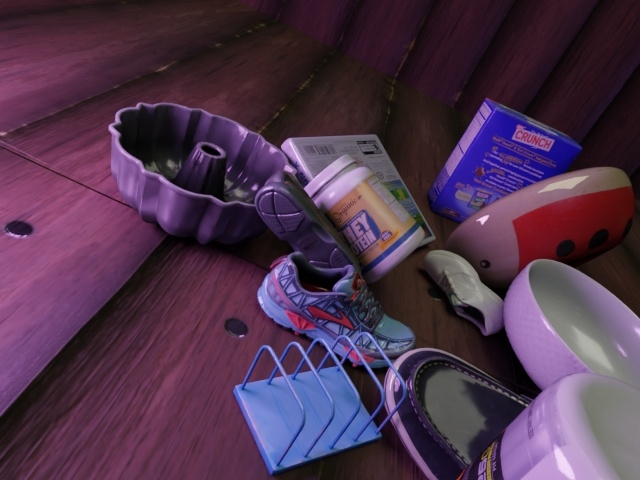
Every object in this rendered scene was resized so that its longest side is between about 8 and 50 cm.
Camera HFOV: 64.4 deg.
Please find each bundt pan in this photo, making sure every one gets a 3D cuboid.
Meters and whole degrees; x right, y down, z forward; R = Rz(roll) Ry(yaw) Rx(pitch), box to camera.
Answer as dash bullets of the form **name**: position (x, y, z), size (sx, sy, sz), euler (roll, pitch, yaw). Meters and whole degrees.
- **bundt pan**: position (-0.212, -0.110, 0.903), size (0.331, 0.124, 0.330), euler (21, 30, -13)

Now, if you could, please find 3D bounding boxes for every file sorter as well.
- **file sorter**: position (0.004, 0.190, 0.633), size (0.170, 0.104, 0.118), euler (1, 40, -38)

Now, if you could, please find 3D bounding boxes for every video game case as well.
- **video game case**: position (0.096, -0.095, 1.103), size (0.329, 0.036, 0.299), euler (-16, 75, -51)

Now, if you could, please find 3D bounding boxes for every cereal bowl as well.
- **cereal bowl**: position (0.473, 0.202, 0.935), size (0.339, 0.141, 0.338), euler (23, 35, -17)

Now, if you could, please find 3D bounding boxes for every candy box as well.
- **candy box**: position (0.487, -0.184, 1.380), size (0.268, 0.317, 0.122), euler (21, 31, -11)

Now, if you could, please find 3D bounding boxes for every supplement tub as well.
- **supplement tub**: position (0.186, 0.280, 0.428), size (0.194, 0.315, 0.193), euler (21, 30, -12)
- **supplement tub**: position (0.069, -0.038, 0.896), size (0.199, 0.144, 0.144), euler (49, 32, 2)

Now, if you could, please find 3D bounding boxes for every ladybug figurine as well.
- **ladybug figurine**: position (0.499, -0.016, 1.118), size (0.450, 0.305, 0.161), euler (-20, 66, -5)

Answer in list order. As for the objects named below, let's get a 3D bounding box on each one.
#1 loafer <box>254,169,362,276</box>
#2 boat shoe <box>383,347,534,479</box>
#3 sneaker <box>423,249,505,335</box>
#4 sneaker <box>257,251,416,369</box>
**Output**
- **loafer**: position (0.000, 0.000, 0.825), size (0.267, 0.096, 0.084), euler (55, 31, -25)
- **boat shoe**: position (0.294, 0.300, 0.610), size (0.500, 0.156, 0.187), euler (41, 56, 20)
- **sneaker**: position (0.280, 0.103, 1.024), size (0.094, 0.080, 0.212), euler (-25, 58, -40)
- **sneaker**: position (0.039, 0.103, 0.772), size (0.262, 0.125, 0.104), euler (23, 32, -7)
